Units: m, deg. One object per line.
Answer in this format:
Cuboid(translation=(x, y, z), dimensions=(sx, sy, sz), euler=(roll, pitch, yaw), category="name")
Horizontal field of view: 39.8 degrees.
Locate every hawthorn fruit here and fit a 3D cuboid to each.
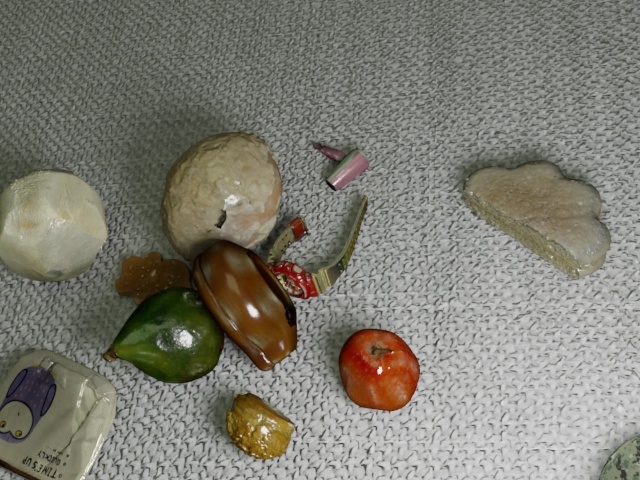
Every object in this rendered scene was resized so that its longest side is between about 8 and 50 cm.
Cuboid(translation=(0.103, 0.226, 1.650), dimensions=(0.163, 0.203, 0.162), euler=(-7, 52, 9), category="hawthorn fruit")

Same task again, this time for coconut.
Cuboid(translation=(-0.606, -0.024, 2.000), dimensions=(0.245, 0.245, 0.247), euler=(-20, 55, 2), category="coconut")

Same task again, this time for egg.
Cuboid(translation=(-0.215, -0.095, 1.925), dimensions=(0.310, 0.279, 0.279), euler=(-48, 57, -3), category="egg")

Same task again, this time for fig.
Cuboid(translation=(-0.313, 0.197, 1.772), dimensions=(0.245, 0.195, 0.195), euler=(-8, 39, -45), category="fig")

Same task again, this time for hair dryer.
Cuboid(translation=(0.033, -0.185, 2.050), dimensions=(0.106, 0.054, 0.154), euler=(-39, 46, -6), category="hair dryer")

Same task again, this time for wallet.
Cuboid(translation=(-0.568, 0.373, 1.821), dimensions=(0.335, 0.068, 0.275), euler=(17, 65, 26), category="wallet")

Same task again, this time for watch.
Cuboid(translation=(-0.008, 0.004, 1.908), dimensions=(0.165, 0.102, 0.268), euler=(9, 52, 22), category="watch")

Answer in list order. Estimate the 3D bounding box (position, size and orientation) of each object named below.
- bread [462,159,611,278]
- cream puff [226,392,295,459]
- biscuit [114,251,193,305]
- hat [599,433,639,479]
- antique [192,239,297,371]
Cuboid(translation=(0.459, -0.066, 1.815), dimensions=(0.183, 0.102, 0.337), euler=(-39, 54, -17), category="bread")
Cuboid(translation=(-0.118, 0.357, 1.674), dimensions=(0.144, 0.126, 0.103), euler=(27, 83, 38), category="cream puff")
Cuboid(translation=(-0.371, 0.084, 1.985), dimensions=(0.184, 0.027, 0.133), euler=(-6, 55, 10), category="biscuit")
Cuboid(translation=(0.575, 0.443, 1.424), dimensions=(0.266, 0.128, 0.265), euler=(-9, 41, 8), category="hat")
Cuboid(translation=(-0.143, 0.122, 1.768), dimensions=(0.129, 0.223, 0.278), euler=(-36, 82, 6), category="antique")
